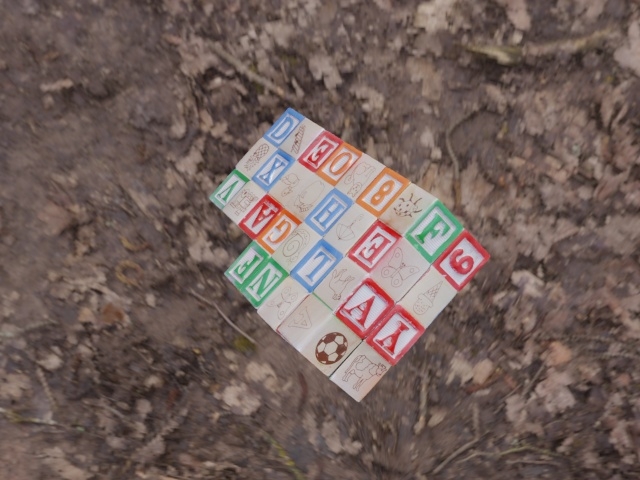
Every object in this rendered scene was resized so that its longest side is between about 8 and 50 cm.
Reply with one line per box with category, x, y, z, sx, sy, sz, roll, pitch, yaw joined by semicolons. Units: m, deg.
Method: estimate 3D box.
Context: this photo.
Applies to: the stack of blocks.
stack of blocks;0.000;0.000;1.014;0.171;0.087;0.297;-48;34;-1
